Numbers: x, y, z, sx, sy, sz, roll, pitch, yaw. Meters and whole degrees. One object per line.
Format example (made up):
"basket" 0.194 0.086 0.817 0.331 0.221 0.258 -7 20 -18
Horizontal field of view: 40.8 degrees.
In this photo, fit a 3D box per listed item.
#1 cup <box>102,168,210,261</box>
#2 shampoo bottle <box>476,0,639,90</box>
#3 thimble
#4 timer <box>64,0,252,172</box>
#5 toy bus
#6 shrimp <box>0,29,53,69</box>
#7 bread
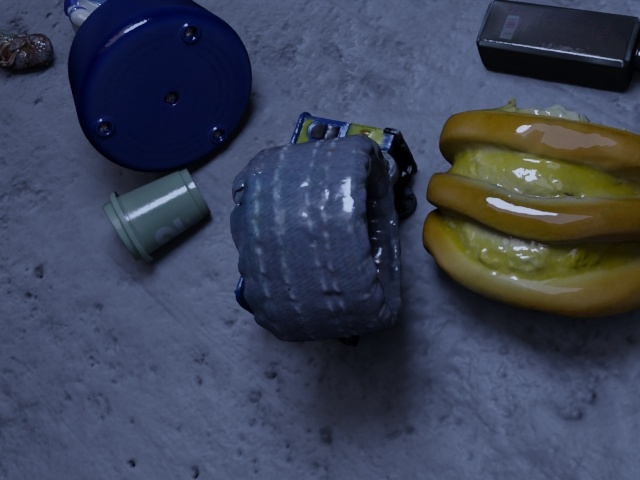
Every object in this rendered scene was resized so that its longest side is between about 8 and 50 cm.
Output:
"cup" -0.246 -0.044 1.313 0.141 0.120 0.120 -30 62 -8
"shampoo bottle" 0.348 -0.271 1.200 0.246 0.079 0.080 16 77 24
"thimble" 0.000 0.000 1.009 0.172 0.205 0.236 -8 100 19
"timer" -0.303 -0.317 1.376 0.270 0.270 0.383 -40 49 2
"toy bus" 0.014 -0.015 1.188 0.175 0.138 0.288 14 76 22
"shrimp" -0.561 -0.346 1.559 0.190 0.074 0.073 7 105 32
"bread" 0.272 -0.043 1.069 0.315 0.211 0.270 16 77 27
